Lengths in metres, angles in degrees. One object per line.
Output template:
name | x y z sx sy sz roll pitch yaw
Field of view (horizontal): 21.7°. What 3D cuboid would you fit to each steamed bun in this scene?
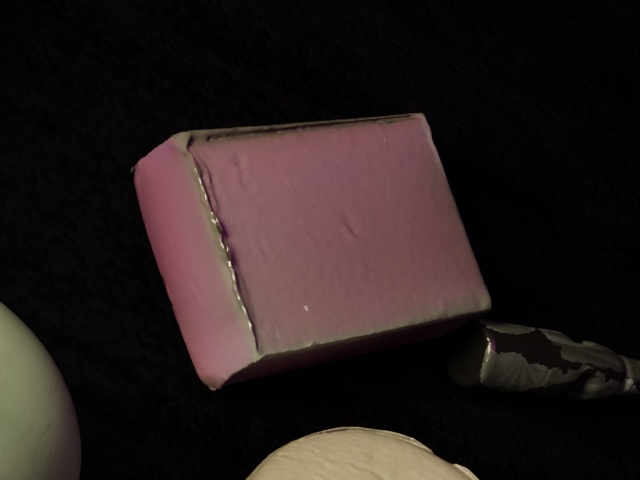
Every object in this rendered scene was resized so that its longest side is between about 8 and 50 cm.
steamed bun | 0.019 0.225 1.127 0.177 0.131 0.228 27 26 22

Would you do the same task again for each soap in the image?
soap | -0.001 0.001 1.277 0.259 0.081 0.181 -10 75 -44

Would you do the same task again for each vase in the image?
vase | 0.201 0.106 1.408 0.211 0.060 0.060 11 61 -36

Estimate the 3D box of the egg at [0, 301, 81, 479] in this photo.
egg | -0.258 0.093 0.935 0.264 0.183 0.183 33 49 -14
